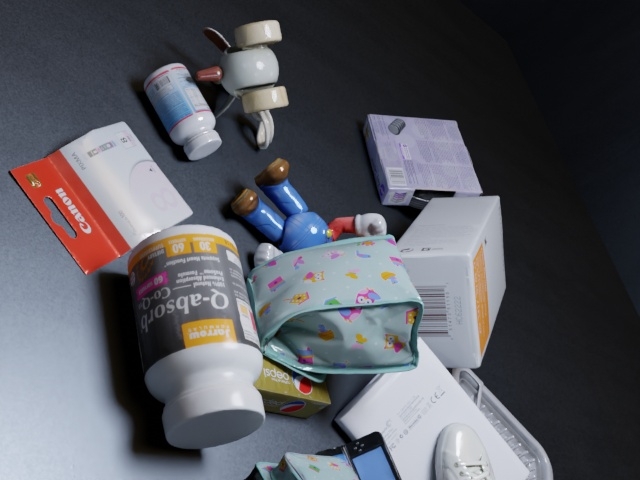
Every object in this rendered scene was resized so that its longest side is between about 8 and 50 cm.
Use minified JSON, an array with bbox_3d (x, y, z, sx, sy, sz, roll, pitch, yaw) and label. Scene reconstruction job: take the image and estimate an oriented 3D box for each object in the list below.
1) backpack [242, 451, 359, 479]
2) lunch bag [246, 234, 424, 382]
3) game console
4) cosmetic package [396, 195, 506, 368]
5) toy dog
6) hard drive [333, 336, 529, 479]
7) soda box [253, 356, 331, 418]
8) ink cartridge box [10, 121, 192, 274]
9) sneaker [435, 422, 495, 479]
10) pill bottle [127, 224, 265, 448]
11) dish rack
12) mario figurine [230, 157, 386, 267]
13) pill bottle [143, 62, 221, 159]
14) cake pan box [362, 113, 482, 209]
[{"bbox_3d":[-0.008,0.379,1.144,0.166,0.144,0.188,23,28,-45],"label":"backpack"},{"bbox_3d":[0.015,0.108,1.403,0.223,0.262,0.160,-108,-165,-59],"label":"lunch bag"},{"bbox_3d":[0.067,0.375,1.373,0.071,0.107,0.122,58,8,-70],"label":"game console"},{"bbox_3d":[0.272,0.070,1.778,0.453,0.162,0.230,-44,129,-66],"label":"cosmetic package"},{"bbox_3d":[-0.168,-0.305,1.623,0.161,0.333,0.220,-9,78,-14],"label":"toy dog"},{"bbox_3d":[0.197,0.356,1.498,0.210,0.040,0.318,-42,97,-24],"label":"hard drive"},{"bbox_3d":[-0.069,0.226,1.339,0.181,0.058,0.061,21,42,-44],"label":"soda box"},{"bbox_3d":[-0.317,-0.071,1.296,0.189,0.066,0.232,54,25,-1],"label":"ink cartridge box"},{"bbox_3d":[0.270,0.430,1.403,0.106,0.123,0.290,2,64,-24],"label":"sneaker"},{"bbox_3d":[-0.168,0.130,1.189,0.162,0.162,0.278,20,43,-45],"label":"pill bottle"},{"bbox_3d":[0.333,0.432,1.697,0.333,0.072,0.285,46,29,-15],"label":"dish rack"},{"bbox_3d":[0.000,0.000,1.552,0.320,0.198,0.170,44,18,-9],"label":"mario figurine"},{"bbox_3d":[-0.241,-0.226,1.534,0.087,0.087,0.160,-12,70,-59],"label":"pill bottle"},{"bbox_3d":[0.247,-0.192,2.121,0.246,0.070,0.266,-1,51,-16],"label":"cake pan box"}]
